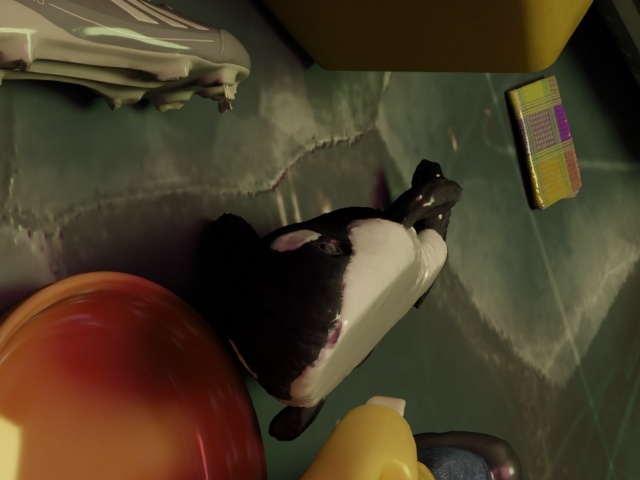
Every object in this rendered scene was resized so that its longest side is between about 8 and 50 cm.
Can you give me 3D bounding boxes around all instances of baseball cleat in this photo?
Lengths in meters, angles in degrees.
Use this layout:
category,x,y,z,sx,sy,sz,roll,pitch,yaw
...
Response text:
category,x,y,z,sx,sy,sz,roll,pitch,yaw
baseball cleat,-0.107,-0.115,0.808,0.206,0.072,0.109,2,75,-55

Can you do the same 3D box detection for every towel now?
category,x,y,z,sx,sy,sz,roll,pitch,yaw
towel,0.148,-0.064,1.170,0.060,0.009,0.083,-23,101,-50

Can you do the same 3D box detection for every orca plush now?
category,x,y,z,sx,sy,sz,roll,pitch,yaw
orca plush,0.000,0.000,0.900,0.102,0.151,0.287,35,29,8

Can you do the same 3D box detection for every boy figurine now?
category,x,y,z,sx,sy,sz,roll,pitch,yaw
boy figurine,0.018,0.168,0.847,0.285,0.092,0.177,-10,100,-63

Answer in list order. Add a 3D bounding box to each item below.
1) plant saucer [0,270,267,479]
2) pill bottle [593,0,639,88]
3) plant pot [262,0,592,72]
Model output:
category,x,y,z,sx,sy,sz,roll,pitch,yaw
plant saucer,-0.101,0.114,0.800,0.200,0.037,0.200,14,72,-50
pill bottle,0.258,-0.240,1.179,0.363,0.210,0.210,55,45,-30
plant pot,0.062,-0.204,0.945,0.212,0.212,0.187,-54,137,-42
